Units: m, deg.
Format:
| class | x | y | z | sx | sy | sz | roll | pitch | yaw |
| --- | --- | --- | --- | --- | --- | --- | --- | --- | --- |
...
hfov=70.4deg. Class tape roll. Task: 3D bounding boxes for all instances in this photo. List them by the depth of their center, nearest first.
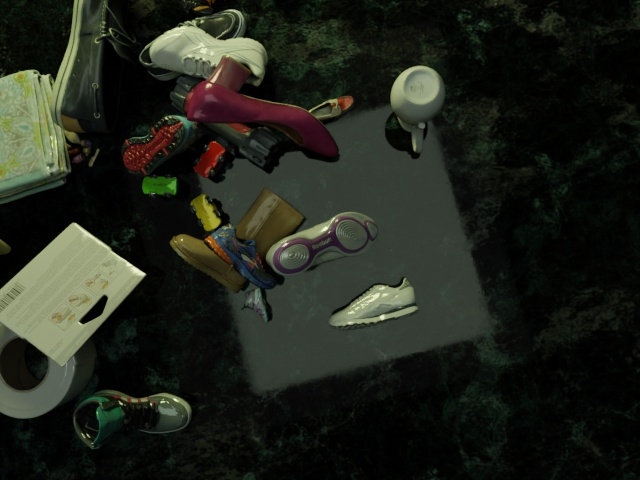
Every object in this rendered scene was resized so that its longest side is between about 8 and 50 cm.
| class | x | y | z | sx | sy | sz | roll | pitch | yaw |
| --- | --- | --- | --- | --- | --- | --- | --- | --- | --- |
| tape roll | -0.765 | 0.322 | 1.223 | 0.286 | 0.100 | 0.286 | 0 | 87 | 5 |

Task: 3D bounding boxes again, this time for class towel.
| class | x | y | z | sx | sy | sz | roll | pitch | yaw |
| --- | --- | --- | --- | --- | --- | --- | --- | --- | --- |
| towel | -0.890 | -0.272 | 1.260 | 0.374 | 0.090 | 0.321 | -15 | 83 | 7 |

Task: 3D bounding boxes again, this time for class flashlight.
| class | x | y | z | sx | sy | sz | roll | pitch | yaw |
| --- | --- | --- | --- | --- | --- | --- | --- | --- | --- |
| flashlight | -0.247 | -0.323 | 1.206 | 0.304 | 0.103 | 0.103 | 32 | 128 | 2 |

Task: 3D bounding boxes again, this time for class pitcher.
| class | x | y | z | sx | sy | sz | roll | pitch | yaw |
| --- | --- | --- | --- | --- | --- | --- | --- | --- | --- |
| pitcher | 0.237 | -0.314 | 1.104 | 0.125 | 0.207 | 0.178 | -11 | 88 | 5 |

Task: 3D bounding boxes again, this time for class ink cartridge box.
| class | x | y | z | sx | sy | sz | roll | pitch | yaw |
| --- | --- | --- | --- | --- | --- | --- | --- | --- | --- |
| ink cartridge box | -0.645 | 0.137 | 1.174 | 0.261 | 0.066 | 0.296 | 33 | 65 | 7 |

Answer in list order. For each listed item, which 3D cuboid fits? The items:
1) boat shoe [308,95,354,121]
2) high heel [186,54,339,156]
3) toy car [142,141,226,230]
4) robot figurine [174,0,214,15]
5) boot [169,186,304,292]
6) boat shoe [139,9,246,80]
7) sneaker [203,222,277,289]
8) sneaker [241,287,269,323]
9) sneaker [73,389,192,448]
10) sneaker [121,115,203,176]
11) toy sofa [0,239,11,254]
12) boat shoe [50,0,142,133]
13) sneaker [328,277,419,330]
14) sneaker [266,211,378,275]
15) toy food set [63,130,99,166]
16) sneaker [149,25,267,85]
| class | x | y | z | sx | sy | sz | roll | pitch | yaw |
| --- | --- | --- | --- | --- | --- | --- | --- | --- | --- |
| boat shoe | 0.027 | -0.350 | 1.205 | 0.137 | 0.043 | 0.049 | -22 | 84 | 3 |
| high heel | -0.136 | -0.273 | 1.133 | 0.377 | 0.127 | 0.181 | 32 | 82 | -16 |
| toy car | -0.365 | -0.146 | 1.228 | 0.224 | 0.053 | 0.239 | 2 | 87 | 6 |
| robot figurine | -0.364 | -0.730 | 1.174 | 0.291 | 0.085 | 0.211 | 28 | 79 | -26 |
| boot | -0.214 | -0.028 | 1.173 | 0.236 | 0.089 | 0.270 | 38 | 93 | -26 |
| boat shoe | -0.343 | -0.537 | 1.215 | 0.301 | 0.102 | 0.108 | -24 | 86 | 4 |
| sneaker | -0.179 | 0.044 | 1.119 | 0.087 | 0.083 | 0.221 | -50 | 122 | -9 |
| sneaker | -0.177 | 0.180 | 1.209 | 0.069 | 0.038 | 0.098 | -18 | 77 | 6 |
| sneaker | -0.494 | 0.451 | 1.153 | 0.295 | 0.178 | 0.124 | 3 | 88 | 5 |
| sneaker | -0.417 | -0.246 | 1.214 | 0.261 | 0.125 | 0.104 | -18 | 96 | 30 |
| toy sofa | -0.896 | 0.135 | 1.140 | 0.177 | 0.150 | 0.363 | -7 | 59 | 0 |
| boat shoe | -0.561 | -0.518 | 1.201 | 0.155 | 0.187 | 0.501 | 16 | 92 | -3 |
| sneaker | 0.130 | 0.169 | 1.166 | 0.235 | 0.090 | 0.095 | -14 | 74 | 1 |
| sneaker | 0.000 | 0.000 | 1.161 | 0.305 | 0.152 | 0.114 | -16 | 97 | -19 |
| toy food set | -0.690 | -0.258 | 1.277 | 0.122 | 0.019 | 0.078 | 25 | 90 | 6 |
| sneaker | -0.279 | -0.458 | 1.149 | 0.296 | 0.111 | 0.129 | -1 | 51 | -12 |
